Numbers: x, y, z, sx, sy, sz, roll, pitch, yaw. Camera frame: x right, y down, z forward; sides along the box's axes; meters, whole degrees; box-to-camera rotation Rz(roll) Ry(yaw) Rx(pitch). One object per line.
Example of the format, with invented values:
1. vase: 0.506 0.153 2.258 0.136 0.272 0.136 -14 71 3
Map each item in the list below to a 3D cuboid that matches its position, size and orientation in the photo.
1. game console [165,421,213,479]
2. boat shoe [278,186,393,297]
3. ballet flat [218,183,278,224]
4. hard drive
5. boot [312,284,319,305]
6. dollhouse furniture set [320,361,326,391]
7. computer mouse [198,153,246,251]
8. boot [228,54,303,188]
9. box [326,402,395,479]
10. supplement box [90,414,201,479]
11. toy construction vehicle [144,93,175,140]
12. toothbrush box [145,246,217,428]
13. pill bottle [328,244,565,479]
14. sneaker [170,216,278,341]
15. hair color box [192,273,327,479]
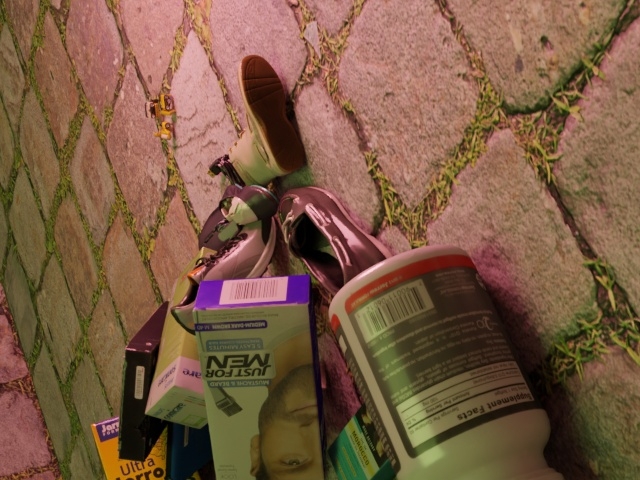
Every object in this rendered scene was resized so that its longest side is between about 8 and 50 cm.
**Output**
1. game console: -0.290 0.323 2.410 0.173 0.250 0.293 23 124 26
2. boat shoe: 0.000 0.000 1.826 0.335 0.095 0.112 39 133 50
3. ballet flat: -0.133 -0.058 1.999 0.203 0.074 0.074 -165 67 -67
4. hard drive: -0.344 0.282 2.363 0.339 0.064 0.237 -64 -20 -75
5. boot: -0.097 0.132 2.001 0.219 0.082 0.106 -50 60 20
6. dollhouse furniture set: -0.081 0.278 2.016 0.129 0.129 0.184 -96 22 -59
7. computer mouse: -0.204 -0.049 2.219 0.184 0.060 0.262 67 149 19
8. boot: -0.114 -0.199 1.981 0.165 0.077 0.213 -28 82 62
9. box: 0.091 0.321 1.814 0.100 0.060 0.244 64 149 25
10. supplement box: -0.367 0.567 2.560 0.195 0.194 0.356 106 143 -65
11. toy construction vehicle: -0.331 -0.264 2.411 0.086 0.035 0.098 12 113 48
12. toothbrush box: -0.225 0.187 2.160 0.206 0.122 0.283 135 150 -57
13. pill bottle: 0.168 0.206 1.475 0.363 0.210 0.210 67 150 21
14. sneaker: -0.167 0.050 2.029 0.271 0.108 0.100 -60 23 -17
15. hair color box: -0.093 0.231 1.859 0.110 0.185 0.339 -87 -8 -63
